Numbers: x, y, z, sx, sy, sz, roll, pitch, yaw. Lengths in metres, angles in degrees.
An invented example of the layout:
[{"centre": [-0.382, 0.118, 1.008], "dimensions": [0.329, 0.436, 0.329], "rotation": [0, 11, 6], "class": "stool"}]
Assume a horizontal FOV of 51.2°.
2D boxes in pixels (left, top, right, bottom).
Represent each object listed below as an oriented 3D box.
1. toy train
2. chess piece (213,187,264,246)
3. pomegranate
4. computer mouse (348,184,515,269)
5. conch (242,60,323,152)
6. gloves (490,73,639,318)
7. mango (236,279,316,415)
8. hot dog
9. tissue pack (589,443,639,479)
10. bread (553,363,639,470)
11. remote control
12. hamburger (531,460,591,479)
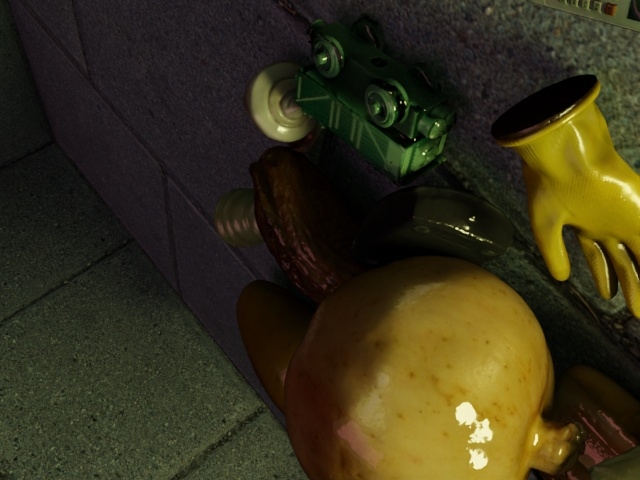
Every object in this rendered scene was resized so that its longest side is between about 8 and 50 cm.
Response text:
[{"centre": [0.068, -0.204, 0.939], "dimensions": [0.269, 0.115, 0.154], "rotation": [42, 148, 25], "class": "toy train"}, {"centre": [-0.113, -0.054, 1.469], "dimensions": [0.251, 0.144, 0.144], "rotation": [0, 122, 54], "class": "chess piece"}, {"centre": [0.154, 0.215, 0.916], "dimensions": [0.411, 0.411, 0.411], "rotation": [42, 153, 27], "class": "pomegranate"}, {"centre": [0.157, -0.016, 0.997], "dimensions": [0.170, 0.100, 0.269], "rotation": [17, 159, -17], "class": "computer mouse"}, {"centre": [-0.063, -0.247, 1.159], "dimensions": [0.158, 0.127, 0.255], "rotation": [30, -168, -28], "class": "conch"}, {"centre": [0.313, -0.028, 0.745], "dimensions": [0.294, 0.116, 0.133], "rotation": [55, 164, -17], "class": "gloves"}, {"centre": [-0.072, 0.280, 1.707], "dimensions": [0.445, 0.232, 0.300], "rotation": [46, 160, 34], "class": "mango"}, {"centre": [0.000, 0.000, 1.222], "dimensions": [0.387, 0.174, 0.267], "rotation": [47, 167, 4], "class": "hot dog"}, {"centre": [0.489, 0.353, 0.745], "dimensions": [0.228, 0.128, 0.310], "rotation": [-37, 86, 22], "class": "tissue pack"}, {"centre": [0.445, 0.298, 0.917], "dimensions": [0.305, 0.091, 0.142], "rotation": [42, 143, 26], "class": "bread"}, {"centre": [0.261, -0.244, 0.630], "dimensions": [0.166, 0.029, 0.065], "rotation": [32, 147, 33], "class": "remote control"}, {"centre": [0.414, 0.375, 1.055], "dimensions": [0.177, 0.113, 0.185], "rotation": [18, 137, 52], "class": "hamburger"}]
